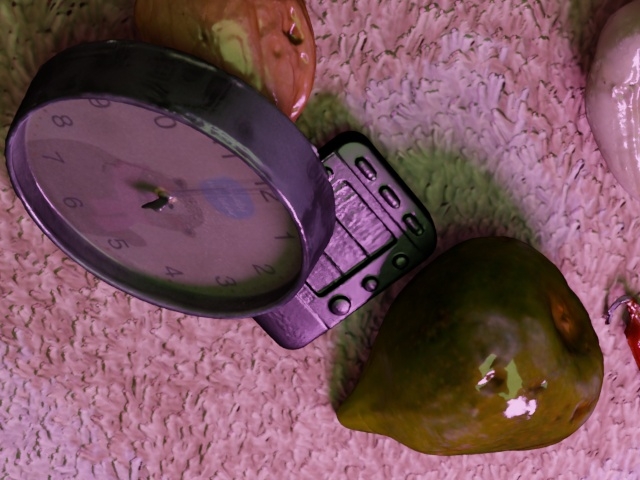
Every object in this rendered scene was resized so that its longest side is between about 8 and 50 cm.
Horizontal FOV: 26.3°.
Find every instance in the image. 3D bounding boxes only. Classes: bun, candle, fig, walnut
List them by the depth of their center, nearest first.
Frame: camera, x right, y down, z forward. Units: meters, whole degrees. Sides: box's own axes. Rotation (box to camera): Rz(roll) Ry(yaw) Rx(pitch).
[{"bbox_3d":[-0.070,-0.158,1.104,0.144,0.144,0.180,-17,107,-3],"label":"walnut"},{"bbox_3d":[0.343,-0.133,1.198,0.231,0.133,0.231,7,124,11],"label":"bun"},{"bbox_3d":[0.116,0.125,1.275,0.275,0.206,0.206,-27,120,29],"label":"fig"},{"bbox_3d":[0.330,0.115,1.375,0.053,0.048,0.162,-44,121,-28],"label":"candle"}]

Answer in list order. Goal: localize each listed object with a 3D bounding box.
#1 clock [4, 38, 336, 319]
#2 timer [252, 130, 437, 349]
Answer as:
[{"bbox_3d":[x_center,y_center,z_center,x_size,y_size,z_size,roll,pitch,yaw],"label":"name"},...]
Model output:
[{"bbox_3d":[-0.124,-0.039,1.109,0.280,0.055,0.281,16,143,12],"label":"clock"},{"bbox_3d":[0.000,0.000,1.246,0.187,0.055,0.144,-36,114,12],"label":"timer"}]
